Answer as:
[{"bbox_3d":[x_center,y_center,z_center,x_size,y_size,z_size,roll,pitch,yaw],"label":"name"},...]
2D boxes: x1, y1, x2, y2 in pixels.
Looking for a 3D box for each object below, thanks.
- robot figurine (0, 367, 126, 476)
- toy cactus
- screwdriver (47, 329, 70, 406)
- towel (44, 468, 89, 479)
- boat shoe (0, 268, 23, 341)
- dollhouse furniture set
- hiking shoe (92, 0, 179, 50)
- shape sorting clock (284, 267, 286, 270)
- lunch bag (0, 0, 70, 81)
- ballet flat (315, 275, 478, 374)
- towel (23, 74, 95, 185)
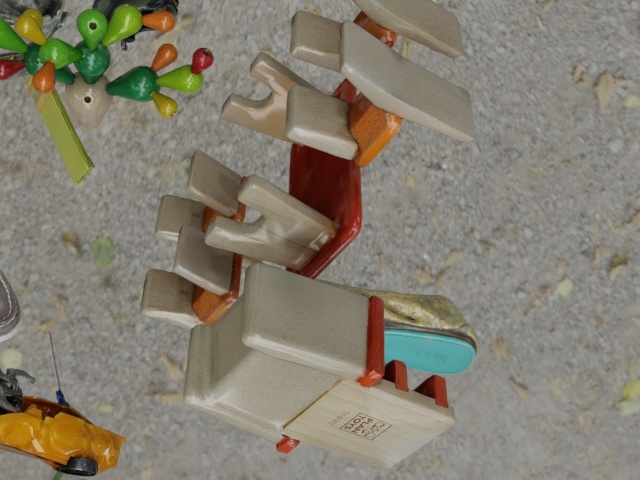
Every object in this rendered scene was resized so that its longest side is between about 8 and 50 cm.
[{"bbox_3d":[-0.344,0.247,0.972,0.085,0.211,0.291,-13,148,34],"label":"robot figurine"},{"bbox_3d":[-0.228,-0.162,0.911,0.219,0.112,0.180,1,157,-17],"label":"toy cactus"},{"bbox_3d":[-0.383,0.206,1.305,0.025,0.170,0.024,-14,152,-21],"label":"screwdriver"},{"bbox_3d":[-0.227,0.410,1.139,0.325,0.248,0.038,16,114,-2],"label":"towel"},{"bbox_3d":[-0.542,0.007,1.282,0.324,0.117,0.096,48,146,10],"label":"boat shoe"},{"bbox_3d":[0.000,0.000,0.575,0.135,0.259,0.262,23,134,-23],"label":"dollhouse furniture set"},{"bbox_3d":[-0.262,-0.403,1.506,0.227,0.086,0.114,-39,71,-7],"label":"hiking shoe"},{"bbox_3d":[-0.067,0.137,1.781,0.040,0.206,0.206,17,115,-13],"label":"shape sorting clock"},{"bbox_3d":[-0.541,-0.345,1.355,0.287,0.168,0.235,20,159,-23],"label":"lunch bag"},{"bbox_3d":[0.045,0.101,1.196,0.349,0.123,0.123,11,116,-21],"label":"ballet flat"},{"bbox_3d":[-0.481,-0.222,1.649,0.021,0.102,0.237,-25,89,-31],"label":"towel"}]
